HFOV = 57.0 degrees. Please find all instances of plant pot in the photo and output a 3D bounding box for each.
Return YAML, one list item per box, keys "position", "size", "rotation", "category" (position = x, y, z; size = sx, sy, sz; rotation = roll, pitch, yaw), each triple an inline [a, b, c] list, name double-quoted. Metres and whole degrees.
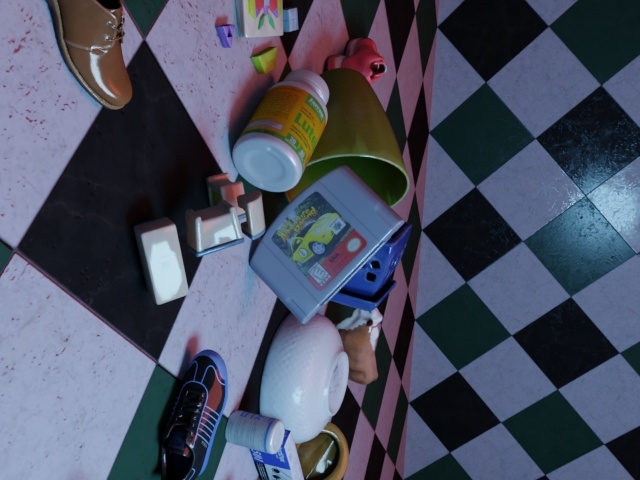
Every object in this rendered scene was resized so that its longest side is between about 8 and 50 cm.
- position: [0.051, -0.239, 1.358]
  size: [0.274, 0.275, 0.293]
  rotation: [58, 26, -60]
  category: "plant pot"
- position: [0.096, 0.049, 1.578]
  size: [0.236, 0.236, 0.211]
  rotation: [-33, 134, -64]
  category: "plant pot"

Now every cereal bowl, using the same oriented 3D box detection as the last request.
- position: [-0.020, 0.348, 1.482]
  size: [0.339, 0.141, 0.338]
  rotation: [8, 90, -70]
  category: "cereal bowl"

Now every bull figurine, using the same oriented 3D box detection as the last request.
- position: [0.087, 0.295, 1.683]
  size: [0.101, 0.189, 0.310]
  rotation: [-59, 149, -50]
  category: "bull figurine"

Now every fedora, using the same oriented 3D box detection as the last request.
- position: [-0.019, 0.582, 1.590]
  size: [0.079, 0.195, 0.194]
  rotation: [148, -43, -68]
  category: "fedora"

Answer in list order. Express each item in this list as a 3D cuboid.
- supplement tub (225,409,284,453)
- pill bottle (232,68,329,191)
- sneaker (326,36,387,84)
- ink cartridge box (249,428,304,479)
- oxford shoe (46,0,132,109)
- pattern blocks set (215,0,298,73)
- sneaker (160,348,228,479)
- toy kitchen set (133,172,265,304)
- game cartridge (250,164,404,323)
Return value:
- position: [-0.135, 0.397, 1.224]
  size: [0.071, 0.107, 0.070]
  rotation: [8, 90, -71]
  category: "supplement tub"
- position: [-0.066, -0.225, 1.158]
  size: [0.136, 0.137, 0.245]
  rotation: [75, 29, -47]
  category: "pill bottle"
- position: [0.124, -0.469, 1.600]
  size: [0.313, 0.136, 0.115]
  rotation: [-56, 148, -52]
  category: "sneaker"
- position: [-0.103, 0.509, 1.367]
  size: [0.046, 0.097, 0.207]
  rotation: [-61, 150, -46]
  category: "ink cartridge box"
- position: [-0.263, -0.248, 0.699]
  size: [0.212, 0.076, 0.076]
  rotation: [80, 24, -44]
  category: "oxford shoe"
- position: [-0.114, -0.461, 1.109]
  size: [0.324, 0.026, 0.285]
  rotation: [-60, 150, -48]
  category: "pattern blocks set"
- position: [-0.218, 0.305, 1.003]
  size: [0.090, 0.082, 0.232]
  rotation: [15, 84, -77]
  category: "sneaker"
- position: [-0.206, -0.013, 0.961]
  size: [0.207, 0.166, 0.122]
  rotation: [-19, 120, -28]
  category: "toy kitchen set"
- position: [0.000, 0.000, 1.197]
  size: [0.294, 0.196, 0.060]
  rotation: [-47, 162, 9]
  category: "game cartridge"
